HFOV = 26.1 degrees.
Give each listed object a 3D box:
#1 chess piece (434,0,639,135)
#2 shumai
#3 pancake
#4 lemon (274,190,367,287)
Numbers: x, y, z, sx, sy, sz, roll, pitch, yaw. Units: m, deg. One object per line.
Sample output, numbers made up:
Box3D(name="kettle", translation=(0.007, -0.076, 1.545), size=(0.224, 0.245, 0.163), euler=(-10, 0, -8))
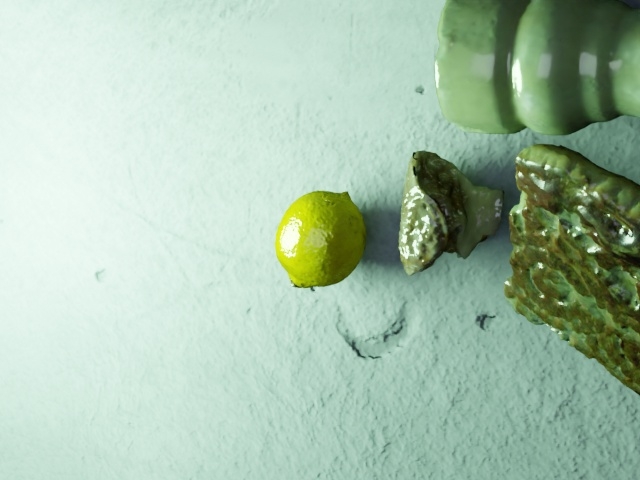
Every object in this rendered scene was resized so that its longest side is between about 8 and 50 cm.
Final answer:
Box3D(name="chess piece", translation=(0.350, -0.183, 1.422), size=(0.442, 0.234, 0.234), euler=(6, 101, 27))
Box3D(name="shumai", translation=(0.151, -0.033, 1.586), size=(0.116, 0.145, 0.146), euler=(6, 102, 3))
Box3D(name="pancake", translation=(0.357, 0.084, 1.468), size=(0.427, 0.067, 0.305), euler=(42, 152, 15))
Box3D(name="lemon", translation=(0.000, 0.000, 1.655), size=(0.109, 0.109, 0.133), euler=(29, 99, 16))
